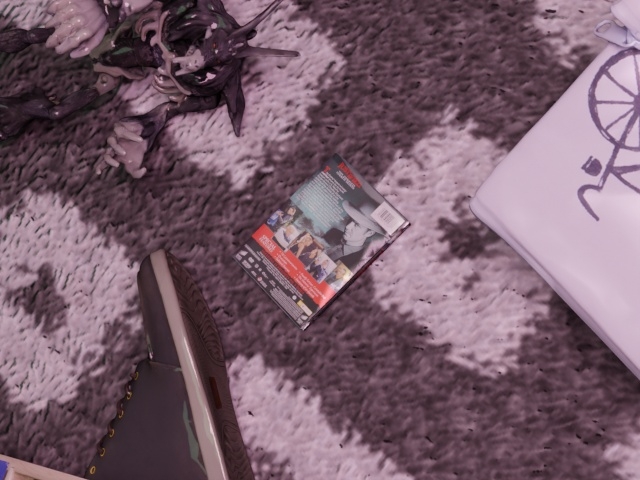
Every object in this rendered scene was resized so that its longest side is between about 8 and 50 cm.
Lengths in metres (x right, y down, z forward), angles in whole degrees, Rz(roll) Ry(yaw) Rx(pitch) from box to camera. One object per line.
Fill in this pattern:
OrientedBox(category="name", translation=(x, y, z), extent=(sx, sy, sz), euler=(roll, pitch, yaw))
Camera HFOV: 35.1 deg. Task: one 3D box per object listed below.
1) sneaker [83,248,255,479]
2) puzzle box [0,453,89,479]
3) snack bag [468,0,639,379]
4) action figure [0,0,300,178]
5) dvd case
OrientedBox(category="sneaker", translation=(-0.133, 0.122, 0.765), extent=(0.118, 0.083, 0.222), euler=(-19, 73, 10))
OrientedBox(category="puzzle box", translation=(-0.167, 0.284, 0.623), extent=(0.409, 0.052, 0.272), euler=(-3, 63, 47))
OrientedBox(category="snack bag", translation=(0.283, -0.032, 0.579), extent=(0.323, 0.037, 0.342), euler=(49, 117, 15))
OrientedBox(category="action figure", translation=(-0.162, -0.133, 0.801), extent=(0.275, 0.164, 0.141), euler=(-6, 32, 17))
OrientedBox(category="dvd case", translation=(0.000, 0.000, 0.799), extent=(0.119, 0.013, 0.087), euler=(-46, 70, 1))
